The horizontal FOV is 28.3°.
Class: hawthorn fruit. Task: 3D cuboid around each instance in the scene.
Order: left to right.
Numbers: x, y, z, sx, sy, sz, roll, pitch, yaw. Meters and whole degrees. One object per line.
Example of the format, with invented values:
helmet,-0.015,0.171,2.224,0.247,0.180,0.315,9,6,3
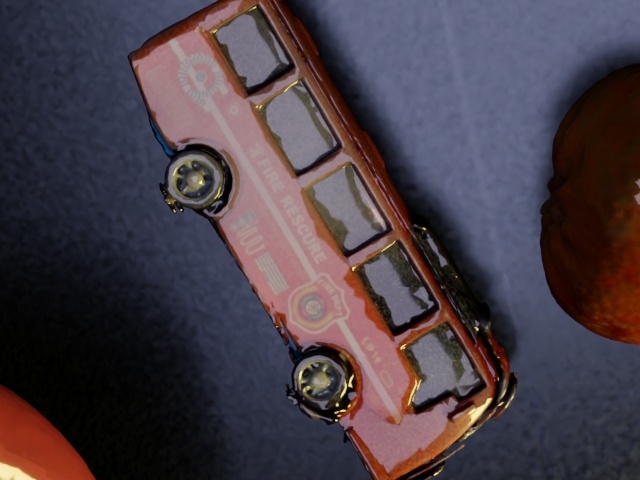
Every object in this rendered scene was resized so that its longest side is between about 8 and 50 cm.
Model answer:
hawthorn fruit,0.150,-0.012,0.532,0.128,0.128,0.128,2,103,9

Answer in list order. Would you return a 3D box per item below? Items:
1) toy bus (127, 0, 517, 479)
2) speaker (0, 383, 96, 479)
toy bus,0.000,0.000,0.580,0.096,0.073,0.235,-32,95,7
speaker,-0.221,0.179,0.549,0.294,0.294,0.294,2,103,9
